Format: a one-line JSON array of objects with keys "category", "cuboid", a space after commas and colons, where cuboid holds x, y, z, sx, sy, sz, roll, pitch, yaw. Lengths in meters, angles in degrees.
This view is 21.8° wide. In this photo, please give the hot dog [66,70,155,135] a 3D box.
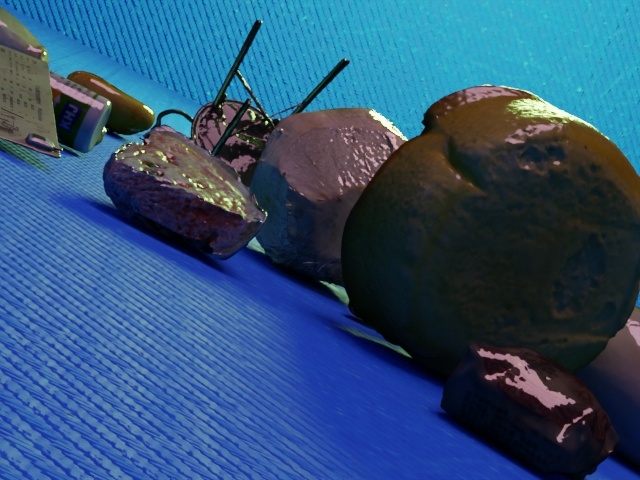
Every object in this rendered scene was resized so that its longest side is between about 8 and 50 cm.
[{"category": "hot dog", "cuboid": [-0.273, -0.168, 2.039, 0.140, 0.060, 0.090, 32, -2, -33]}]

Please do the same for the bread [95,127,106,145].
[{"category": "bread", "cuboid": [-0.256, -0.119, 1.748, 0.049, 0.034, 0.088, 22, 5, 8]}]

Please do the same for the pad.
[{"category": "pad", "cuboid": [-0.316, -0.151, 1.520, 0.159, 0.009, 0.265, 19, 19, -20]}]

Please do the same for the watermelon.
[{"category": "watermelon", "cuboid": [-0.136, -0.040, 1.428, 0.139, 0.071, 0.187, 14, 21, -40]}]

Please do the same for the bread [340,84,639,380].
[{"category": "bread", "cuboid": [0.156, 0.005, 1.437, 0.270, 0.270, 0.148, 25, 7, -30]}]

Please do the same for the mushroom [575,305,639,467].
[{"category": "mushroom", "cuboid": [0.318, 0.153, 1.510, 0.350, 0.128, 0.128, 35, 8, 39]}]

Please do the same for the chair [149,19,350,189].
[{"category": "chair", "cuboid": [-0.099, -0.129, 2.142, 0.159, 0.170, 0.325, 21, -36, -22]}]

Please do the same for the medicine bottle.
[{"category": "medicine bottle", "cuboid": [-0.321, -0.155, 1.645, 0.220, 0.061, 0.092, 27, 24, 0]}]

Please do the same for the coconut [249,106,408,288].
[{"category": "coconut", "cuboid": [0.019, -0.044, 1.639, 0.194, 0.194, 0.194, 27, 5, -3]}]

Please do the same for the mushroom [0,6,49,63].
[{"category": "mushroom", "cuboid": [-0.470, -0.285, 1.950, 0.351, 0.097, 0.109, 28, 2, -28]}]

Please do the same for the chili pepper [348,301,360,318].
[{"category": "chili pepper", "cuboid": [0.094, 0.060, 1.618, 0.063, 0.071, 0.272, 68, 19, 7]}]

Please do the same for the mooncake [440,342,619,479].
[{"category": "mooncake", "cuboid": [0.162, 0.126, 1.254, 0.125, 0.073, 0.130, 31, 8, 19]}]
